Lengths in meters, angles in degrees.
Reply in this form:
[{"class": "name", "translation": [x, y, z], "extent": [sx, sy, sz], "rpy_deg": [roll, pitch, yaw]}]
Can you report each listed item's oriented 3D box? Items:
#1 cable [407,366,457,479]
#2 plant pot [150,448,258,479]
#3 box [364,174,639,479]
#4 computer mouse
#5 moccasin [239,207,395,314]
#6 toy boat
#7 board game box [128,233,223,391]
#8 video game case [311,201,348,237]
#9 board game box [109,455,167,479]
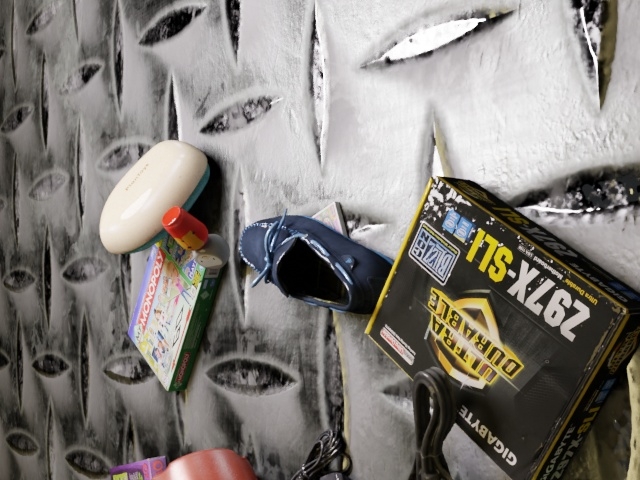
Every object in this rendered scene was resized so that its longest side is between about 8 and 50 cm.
[{"class": "cable", "translation": [0.155, 0.287, 1.035], "extent": [0.139, 0.072, 0.287], "rpy_deg": [-156, 59, -67]}, {"class": "plant pot", "translation": [-0.171, 0.513, 1.334], "extent": [0.272, 0.272, 0.265], "rpy_deg": [-64, 36, 28]}, {"class": "box", "translation": [0.215, 0.103, 0.996], "extent": [0.322, 0.079, 0.257], "rpy_deg": [44, 120, 42]}, {"class": "computer mouse", "translation": [0.022, 0.449, 1.229], "extent": [0.272, 0.072, 0.188], "rpy_deg": [53, 127, 37]}, {"class": "moccasin", "translation": [-0.027, 0.027, 1.241], "extent": [0.342, 0.116, 0.138], "rpy_deg": [12, 105, 46]}, {"class": "toy boat", "translation": [-0.287, -0.047, 1.537], "extent": [0.267, 0.148, 0.318], "rpy_deg": [-48, 39, -4]}, {"class": "board game box", "translation": [-0.304, 0.121, 1.658], "extent": [0.213, 0.046, 0.317], "rpy_deg": [41, 120, 42]}, {"class": "video game case", "translation": [0.000, 0.000, 1.313], "extent": [0.122, 0.011, 0.087], "rpy_deg": [-33, 64, 46]}, {"class": "board game box", "translation": [-0.378, 0.657, 1.739], "extent": [0.208, 0.056, 0.347], "rpy_deg": [-28, 68, 51]}]
